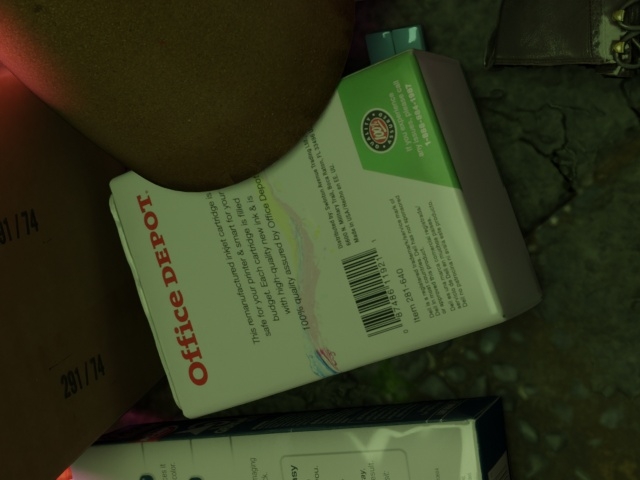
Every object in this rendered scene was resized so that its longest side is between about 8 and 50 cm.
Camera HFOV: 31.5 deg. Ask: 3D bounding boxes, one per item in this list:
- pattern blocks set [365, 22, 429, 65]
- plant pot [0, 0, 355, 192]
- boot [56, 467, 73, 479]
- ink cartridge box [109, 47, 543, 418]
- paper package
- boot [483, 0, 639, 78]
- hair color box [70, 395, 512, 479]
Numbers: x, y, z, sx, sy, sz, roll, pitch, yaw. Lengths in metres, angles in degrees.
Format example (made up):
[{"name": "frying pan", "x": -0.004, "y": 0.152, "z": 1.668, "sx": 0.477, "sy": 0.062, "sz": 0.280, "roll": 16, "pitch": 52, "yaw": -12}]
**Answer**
[{"name": "pattern blocks set", "x": -0.018, "y": -0.274, "z": 0.888, "sx": 0.285, "sy": 0.026, "sz": 0.325, "roll": 4, "pitch": 112, "yaw": 19}, {"name": "plant pot", "x": -0.139, "y": -0.181, "z": 0.762, "sx": 0.237, "sy": 0.254, "sz": 0.237, "roll": -9, "pitch": 72, "yaw": 28}, {"name": "boot", "x": -0.280, "y": 0.208, "z": 1.043, "sx": 0.158, "sy": 0.059, "sz": 0.084, "roll": -18, "pitch": 84, "yaw": 12}, {"name": "ink cartridge box", "x": 0.000, "y": 0.000, "z": 0.881, "sx": 0.278, "sy": 0.117, "sz": 0.201, "roll": -20, "pitch": 86, "yaw": 25}, {"name": "paper package", "x": -0.277, "y": 0.035, "z": 0.856, "sx": 0.168, "sy": 0.325, "sz": 0.309, "roll": -9, "pitch": 106, "yaw": 20}, {"name": "boot", "x": 0.217, "y": -0.227, "z": 0.786, "sx": 0.263, "sy": 0.091, "sz": 0.229, "roll": 0, "pitch": 92, "yaw": 53}, {"name": "hair color box", "x": -0.021, "y": 0.228, "z": 0.917, "sx": 0.347, "sy": 0.105, "sz": 0.174, "roll": -7, "pitch": 90, "yaw": 20}]
